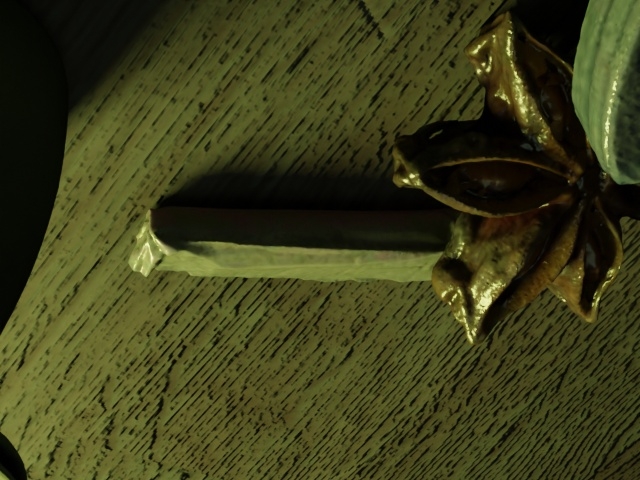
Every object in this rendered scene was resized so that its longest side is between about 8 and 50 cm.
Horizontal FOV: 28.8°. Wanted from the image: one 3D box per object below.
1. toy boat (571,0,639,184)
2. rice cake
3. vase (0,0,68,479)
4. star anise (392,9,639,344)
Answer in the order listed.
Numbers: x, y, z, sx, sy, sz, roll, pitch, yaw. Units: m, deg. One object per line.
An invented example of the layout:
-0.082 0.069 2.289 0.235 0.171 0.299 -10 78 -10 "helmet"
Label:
0.236 -0.162 0.717 0.127 0.078 0.283 21 107 -32 "toy boat"
0.000 0.001 0.885 0.269 0.049 0.055 0 155 -14 "rice cake"
-0.211 0.012 0.645 0.173 0.321 0.173 -8 135 -8 "vase"
0.137 -0.039 0.843 0.214 0.099 0.220 10 110 -28 "star anise"
